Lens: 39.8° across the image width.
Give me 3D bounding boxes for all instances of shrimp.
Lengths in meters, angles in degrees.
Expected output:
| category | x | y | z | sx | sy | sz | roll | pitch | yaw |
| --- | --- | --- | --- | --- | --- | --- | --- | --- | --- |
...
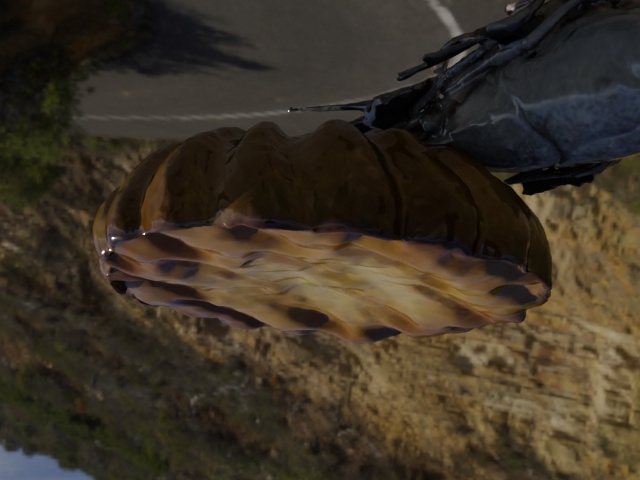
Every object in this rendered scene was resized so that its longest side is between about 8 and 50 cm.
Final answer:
| category | x | y | z | sx | sy | sz | roll | pitch | yaw |
| --- | --- | --- | --- | --- | --- | --- | --- | --- | --- |
| shrimp | 0.139 | -0.109 | 0.610 | 0.343 | 0.145 | 0.116 | -11 | 147 | 29 |

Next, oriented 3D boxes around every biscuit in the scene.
| category | x | y | z | sx | sy | sz | roll | pitch | yaw |
| --- | --- | --- | --- | --- | --- | --- | --- | --- | --- |
| biscuit | 0.000 | 0.000 | 0.633 | 0.326 | 0.107 | 0.326 | 5 | 165 | 1 |
